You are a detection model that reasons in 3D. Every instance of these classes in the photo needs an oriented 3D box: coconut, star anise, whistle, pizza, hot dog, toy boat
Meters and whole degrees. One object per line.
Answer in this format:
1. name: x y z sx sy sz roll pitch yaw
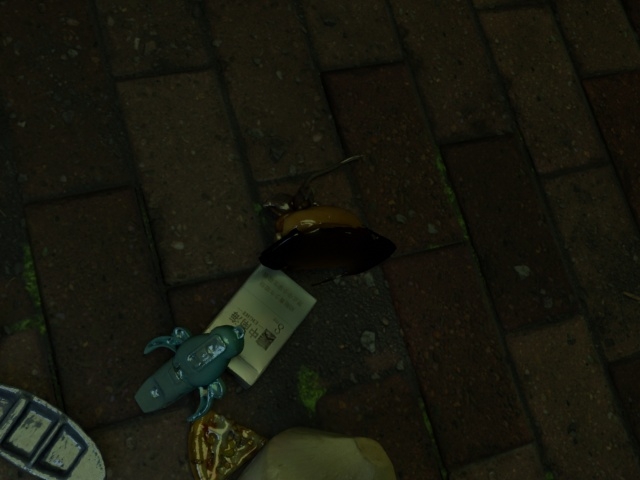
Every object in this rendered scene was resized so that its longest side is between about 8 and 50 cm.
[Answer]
1. coconut: 0.000 0.518 1.473 0.352 0.352 0.353 5 72 -15
2. star anise: -0.009 -0.144 1.776 0.218 0.148 0.228 16 59 -14
3. whistle: -0.258 0.254 1.544 0.274 0.093 0.186 -36 81 11
4. pizza: -0.187 0.433 1.584 0.176 0.036 0.185 9 71 -14
5. hot dog: 0.003 -0.004 1.704 0.326 0.194 0.107 21 37 -51
6. toy boat: -0.530 0.382 1.476 0.283 0.078 0.127 34 66 -4

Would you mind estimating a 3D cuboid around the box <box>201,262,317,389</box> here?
1. box: -0.140 0.178 1.662 0.155 0.067 0.243 40 67 0
